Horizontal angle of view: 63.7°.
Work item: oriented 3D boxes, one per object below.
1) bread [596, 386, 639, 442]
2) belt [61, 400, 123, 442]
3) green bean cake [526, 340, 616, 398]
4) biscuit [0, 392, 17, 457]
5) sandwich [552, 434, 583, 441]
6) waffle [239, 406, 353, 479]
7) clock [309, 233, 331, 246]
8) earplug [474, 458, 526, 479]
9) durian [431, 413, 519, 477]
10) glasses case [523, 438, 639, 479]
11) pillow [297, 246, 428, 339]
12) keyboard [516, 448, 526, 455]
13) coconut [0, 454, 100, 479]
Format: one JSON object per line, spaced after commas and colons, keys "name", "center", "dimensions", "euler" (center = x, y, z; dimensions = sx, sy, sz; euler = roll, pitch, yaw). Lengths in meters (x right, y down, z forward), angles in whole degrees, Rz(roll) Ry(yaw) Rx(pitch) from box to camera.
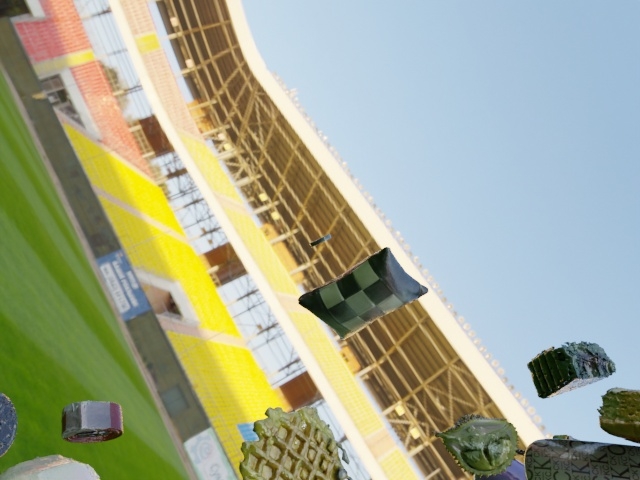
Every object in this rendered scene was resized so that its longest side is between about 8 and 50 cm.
{"name": "bread", "center": [0.745, 0.404, 1.172], "dimensions": [0.174, 0.121, 0.246], "euler": [0, -20, 44]}
{"name": "belt", "center": [-0.782, 0.614, 1.766], "dimensions": [0.128, 0.201, 0.124], "euler": [-45, -133, 30]}
{"name": "green bean cake", "center": [0.666, 0.321, 1.330], "dimensions": [0.193, 0.209, 0.107], "euler": [100, -21, -57]}
{"name": "biscuit", "center": [-0.867, 0.486, 1.323], "dimensions": [0.194, 0.053, 0.194], "euler": [-8, 90, -77]}
{"name": "sandwich", "center": [0.713, 0.629, 1.480], "dimensions": [0.074, 0.116, 0.074], "euler": [25, -26, -3]}
{"name": "waffle", "center": [-0.049, 0.471, 1.035], "dimensions": [0.060, 0.262, 0.280], "euler": [-27, -110, 44]}
{"name": "clock", "center": [0.000, 0.000, 1.904], "dimensions": [0.017, 0.085, 0.085], "euler": [65, -20, -1]}
{"name": "earplug", "center": [0.661, 0.818, 1.542], "dimensions": [0.456, 0.215, 0.215], "euler": [27, -42, 51]}
{"name": "durian", "center": [0.382, 0.508, 1.288], "dimensions": [0.102, 0.208, 0.146], "euler": [63, 35, -71]}
{"name": "glasses case", "center": [0.669, 0.549, 1.212], "dimensions": [0.085, 0.355, 0.137], "euler": [72, 23, -46]}
{"name": "pillow", "center": [0.098, 0.123, 1.170], "dimensions": [0.186, 0.250, 0.105], "euler": [46, 21, -35]}
{"name": "keyboard", "center": [0.684, 0.701, 1.686], "dimensions": [0.196, 0.018, 0.060], "euler": [13, -12, 18]}
{"name": "coconut", "center": [-0.449, 0.485, 0.831], "dimensions": [0.230, 0.227, 0.227], "euler": [43, -29, 37]}
